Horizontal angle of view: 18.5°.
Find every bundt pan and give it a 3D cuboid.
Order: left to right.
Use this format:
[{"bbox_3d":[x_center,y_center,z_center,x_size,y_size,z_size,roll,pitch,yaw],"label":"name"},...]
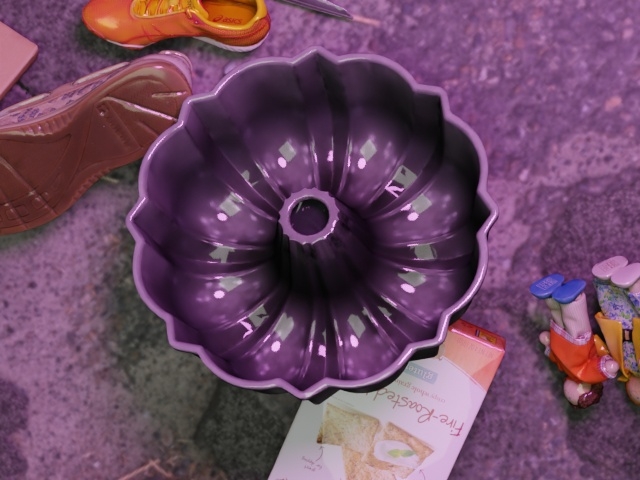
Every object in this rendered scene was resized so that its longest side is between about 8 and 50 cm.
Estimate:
[{"bbox_3d":[0.000,0.000,1.769,0.331,0.124,0.331,-3,68,9],"label":"bundt pan"}]

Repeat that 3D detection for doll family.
[{"bbox_3d":[0.313,0.112,1.771,0.118,0.263,0.163,-32,122,-22],"label":"doll family"}]

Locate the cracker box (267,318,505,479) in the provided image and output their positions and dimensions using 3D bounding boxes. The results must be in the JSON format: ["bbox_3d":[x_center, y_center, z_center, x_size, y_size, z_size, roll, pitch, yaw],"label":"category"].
[{"bbox_3d":[0.059,0.170,1.859,0.156,0.067,0.232,23,100,3],"label":"cracker box"}]

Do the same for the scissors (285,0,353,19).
[{"bbox_3d":[-0.117,-0.256,1.846,0.297,0.021,0.109,36,97,-1],"label":"scissors"}]

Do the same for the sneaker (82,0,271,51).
[{"bbox_3d":[-0.133,-0.215,1.820,0.175,0.067,0.064,0,64,0],"label":"sneaker"}]

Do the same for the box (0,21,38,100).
[{"bbox_3d":[-0.380,-0.154,1.815,0.164,0.021,0.201,34,56,0],"label":"box"}]

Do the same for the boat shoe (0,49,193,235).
[{"bbox_3d":[-0.243,-0.090,1.853,0.285,0.089,0.104,-23,111,11],"label":"boat shoe"}]
